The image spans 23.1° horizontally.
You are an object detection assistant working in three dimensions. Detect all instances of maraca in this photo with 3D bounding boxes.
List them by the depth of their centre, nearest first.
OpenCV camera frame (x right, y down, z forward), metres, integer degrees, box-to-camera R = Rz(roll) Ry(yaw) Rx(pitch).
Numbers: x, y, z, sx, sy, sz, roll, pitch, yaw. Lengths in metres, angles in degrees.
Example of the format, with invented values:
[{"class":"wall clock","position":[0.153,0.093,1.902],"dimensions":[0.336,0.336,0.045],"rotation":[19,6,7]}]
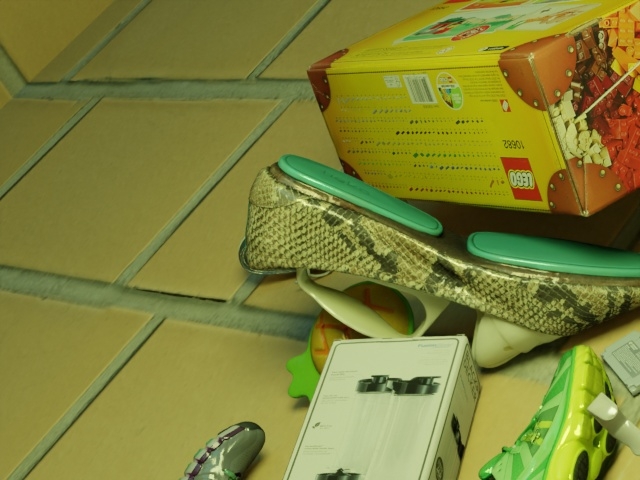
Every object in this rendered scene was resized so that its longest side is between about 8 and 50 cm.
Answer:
[{"class":"maraca","position":[0.036,0.132,1.902],"dimensions":[0.185,0.099,0.127],"rotation":[-50,58,3]}]

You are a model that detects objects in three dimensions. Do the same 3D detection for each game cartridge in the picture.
[{"class":"game cartridge","position":[0.343,0.131,1.696],"dimensions":[0.056,0.017,0.083],"rotation":[-35,30,3]}]

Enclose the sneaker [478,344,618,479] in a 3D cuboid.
[{"class":"sneaker","position":[0.223,0.218,1.587],"dimensions":[0.123,0.109,0.295],"rotation":[-5,40,32]}]

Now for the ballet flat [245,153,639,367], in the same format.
[{"class":"ballet flat","position":[0.141,0.045,1.805],"dimensions":[0.483,0.182,0.164],"rotation":[16,15,5]}]

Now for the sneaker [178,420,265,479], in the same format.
[{"class":"sneaker","position":[-0.129,0.315,1.831],"dimensions":[0.223,0.083,0.098],"rotation":[-45,53,-13]}]

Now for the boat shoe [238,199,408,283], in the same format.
[{"class":"boat shoe","position":[0.000,0.000,2.141],"dimensions":[0.255,0.095,0.079],"rotation":[-12,23,16]}]

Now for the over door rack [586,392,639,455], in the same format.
[{"class":"over door rack","position":[0.286,0.317,1.317],"dimensions":[0.239,0.108,0.324],"rotation":[-47,52,-3]}]

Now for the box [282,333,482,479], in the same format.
[{"class":"box","position":[0.065,0.234,1.707],"dimensions":[0.169,0.087,0.290],"rotation":[-5,39,22]}]

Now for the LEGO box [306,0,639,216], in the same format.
[{"class":"LEGO box","position":[0.276,-0.201,1.915],"dimensions":[0.372,0.193,0.500],"rotation":[-28,17,-24]}]
